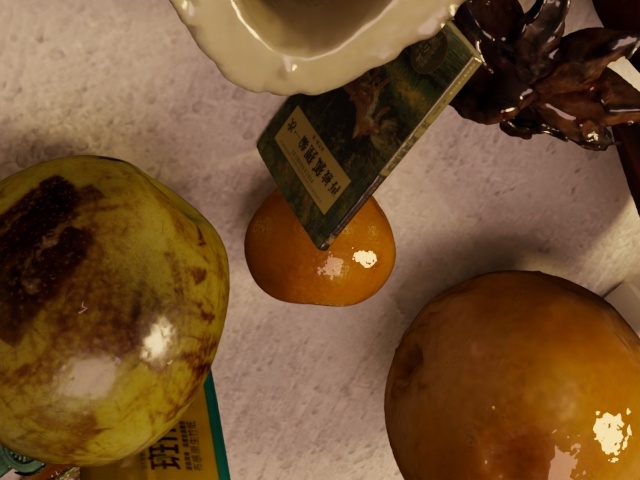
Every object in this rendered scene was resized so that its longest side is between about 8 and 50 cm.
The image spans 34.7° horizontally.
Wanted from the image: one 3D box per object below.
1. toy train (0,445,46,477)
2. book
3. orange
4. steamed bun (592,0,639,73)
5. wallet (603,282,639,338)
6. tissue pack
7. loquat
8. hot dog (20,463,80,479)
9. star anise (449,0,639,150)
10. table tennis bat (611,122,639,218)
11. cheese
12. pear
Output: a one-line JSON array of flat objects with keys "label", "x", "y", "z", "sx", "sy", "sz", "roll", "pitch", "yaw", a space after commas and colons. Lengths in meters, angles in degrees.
[{"label": "toy train", "x": -0.374, "y": 0.207, "z": 1.095, "sx": 0.248, "sy": 0.159, "sz": 0.101, "roll": -37, "pitch": 176, "yaw": 12}, {"label": "book", "x": 0.037, "y": -0.123, "z": 0.943, "sx": 0.024, "sy": 0.160, "sz": 0.228, "roll": 17, "pitch": 121, "yaw": -42}, {"label": "orange", "x": 0.000, "y": 0.000, "z": 1.050, "sx": 0.159, "sy": 0.159, "sz": 0.136, "roll": 3, "pitch": 88, "yaw": -23}, {"label": "steamed bun", "x": 0.419, "y": -0.220, "z": 0.950, "sx": 0.379, "sy": 0.235, "sz": 0.248, "roll": 17, "pitch": 118, "yaw": -32}, {"label": "wallet", "x": 0.355, "y": 0.139, "z": 1.333, "sx": 0.033, "sy": 0.095, "sz": 0.190, "roll": 33, "pitch": 114, "yaw": -30}, {"label": "tissue pack", "x": -0.185, "y": 0.237, "z": 1.095, "sx": 0.134, "sy": 0.270, "sz": 0.192, "roll": 4, "pitch": 126, "yaw": -19}, {"label": "loquat", "x": 0.233, "y": 0.194, "z": 1.184, "sx": 0.329, "sy": 0.328, "sz": 0.328, "roll": -11, "pitch": 132, "yaw": -12}, {"label": "hot dog", "x": -0.316, "y": 0.290, "z": 1.243, "sx": 0.133, "sy": 0.041, "sz": 0.056, "roll": -36, "pitch": 132, "yaw": 11}, {"label": "star anise", "x": 0.186, "y": -0.146, "z": 0.938, "sx": 0.272, "sy": 0.272, "sz": 0.102, "roll": 48, "pitch": 63, "yaw": -42}, {"label": "table tennis bat", "x": 0.388, "y": 0.026, "z": 1.135, "sx": 0.051, "sy": 0.268, "sz": 0.414, "roll": -20, "pitch": 138, "yaw": 14}, {"label": "cheese", "x": -0.006, "y": -0.287, "z": 0.792, "sx": 0.292, "sy": 0.153, "sz": 0.332, "roll": 26, "pitch": 115, "yaw": -36}, {"label": "pear", "x": -0.214, "y": 0.059, "z": 0.928, "sx": 0.284, "sy": 0.283, "sz": 0.283, "roll": -11, "pitch": 132, "yaw": -12}]
